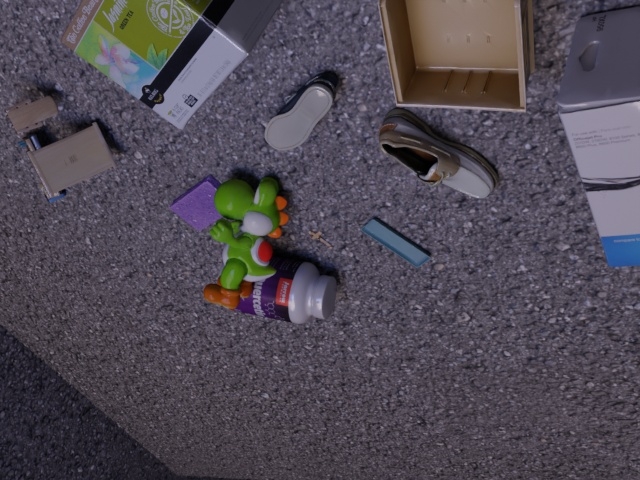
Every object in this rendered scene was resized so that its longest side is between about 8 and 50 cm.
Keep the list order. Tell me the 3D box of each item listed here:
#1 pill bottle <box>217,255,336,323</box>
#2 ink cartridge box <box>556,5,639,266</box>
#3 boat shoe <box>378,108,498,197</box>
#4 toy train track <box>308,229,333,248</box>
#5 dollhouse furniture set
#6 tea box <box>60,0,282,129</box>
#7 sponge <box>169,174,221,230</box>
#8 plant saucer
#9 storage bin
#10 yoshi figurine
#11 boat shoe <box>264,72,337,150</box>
[{"bbox_3d":[-0.125,0.138,2.401,0.323,0.181,0.181,9,141,19],"label":"pill bottle"},{"bbox_3d":[0.581,-0.187,1.523,0.166,0.285,0.395,-5,135,32],"label":"ink cartridge box"},{"bbox_3d":[0.260,-0.172,1.873,0.302,0.103,0.113,30,143,-7],"label":"boat shoe"},{"bbox_3d":[0.000,0.000,2.303,0.083,0.014,0.048,35,142,-15],"label":"toy train track"},{"bbox_3d":[-0.738,-0.277,2.338,0.303,0.198,0.286,17,132,65],"label":"dollhouse furniture set"},{"bbox_3d":[-0.311,-0.467,1.734,0.323,0.220,0.329,36,142,-15],"label":"tea box"},{"bbox_3d":[-0.329,-0.103,2.347,0.117,0.031,0.210,40,140,-21],"label":"sponge"},{"bbox_3d":[0.201,0.005,2.194,0.192,0.018,0.067,32,143,-12],"label":"plant saucer"},{"bbox_3d":[0.268,-0.391,1.586,0.262,0.123,0.260,7,140,23],"label":"storage bin"},{"bbox_3d":[-0.229,-0.016,2.220,0.203,0.203,0.362,5,114,-37],"label":"yoshi figurine"},{"bbox_3d":[-0.045,-0.298,1.910,0.095,0.079,0.254,34,140,-9],"label":"boat shoe"}]
